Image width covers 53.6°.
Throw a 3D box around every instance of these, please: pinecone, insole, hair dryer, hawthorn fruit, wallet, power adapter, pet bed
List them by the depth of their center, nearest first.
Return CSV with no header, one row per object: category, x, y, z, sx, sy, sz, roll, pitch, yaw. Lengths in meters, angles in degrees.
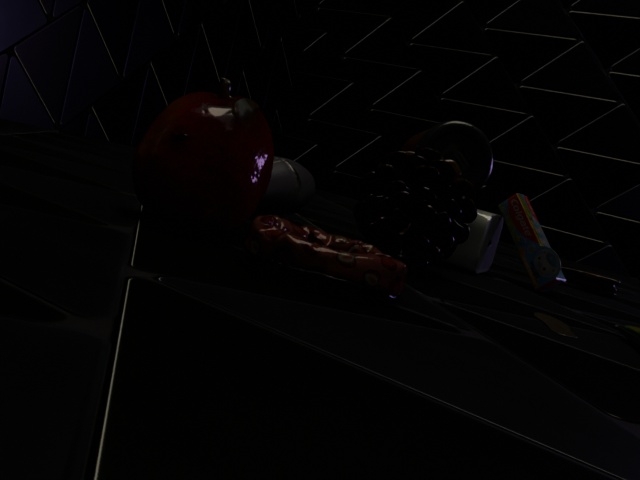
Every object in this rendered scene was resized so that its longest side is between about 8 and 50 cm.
pet bed,0.007,0.018,0.722,0.201,0.054,0.201,20,4,-1
insole,0.308,0.110,0.832,0.045,0.002,0.135,15,7,8
hawthorn fruit,-0.150,-0.113,0.832,0.185,0.202,0.185,17,14,-4
pinecone,0.151,-0.046,1.020,0.207,0.208,0.208,15,6,-2
hair dryer,-0.220,-0.111,1.247,0.361,0.121,0.301,8,10,33
power adapter,0.228,-0.025,1.296,0.255,0.124,0.187,16,5,23
wallet,0.620,0.093,1.549,0.195,0.042,0.161,15,2,18

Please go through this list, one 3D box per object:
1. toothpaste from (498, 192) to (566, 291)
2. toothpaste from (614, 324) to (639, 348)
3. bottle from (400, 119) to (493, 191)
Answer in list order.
toothpaste,0.417,-0.003,1.229,0.044,0.193,0.070,10,-36,-42
toothpaste,0.418,0.129,0.799,0.049,0.032,0.204,16,4,12
bottle,0.231,-0.161,1.293,0.143,0.144,0.336,14,5,-5
